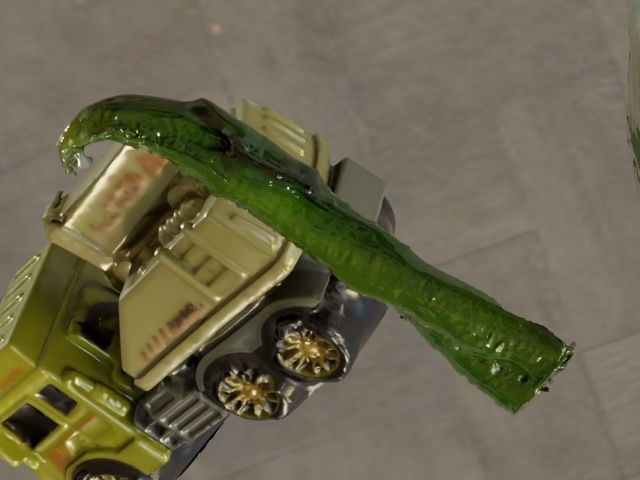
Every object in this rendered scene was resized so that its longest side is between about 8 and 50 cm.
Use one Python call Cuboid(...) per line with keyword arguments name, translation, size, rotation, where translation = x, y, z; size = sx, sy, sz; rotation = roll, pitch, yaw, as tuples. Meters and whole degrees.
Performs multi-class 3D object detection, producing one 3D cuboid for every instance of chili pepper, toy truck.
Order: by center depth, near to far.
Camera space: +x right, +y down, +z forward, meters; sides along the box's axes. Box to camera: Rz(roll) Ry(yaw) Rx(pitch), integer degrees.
Cuboid(name="chili pepper", translation=(0.000, 0.000, 1.289), size=(0.359, 0.076, 0.085), rotation=(31, 145, 2))
Cuboid(name="toy truck", translation=(-0.126, 0.050, 1.583), size=(0.254, 0.180, 0.405), rotation=(37, 132, -16))

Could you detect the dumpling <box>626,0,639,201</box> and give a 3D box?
Cuboid(name="dumpling", translation=(0.216, -0.041, 0.764), size=(0.212, 0.270, 0.320), rotation=(3, 102, 34))
